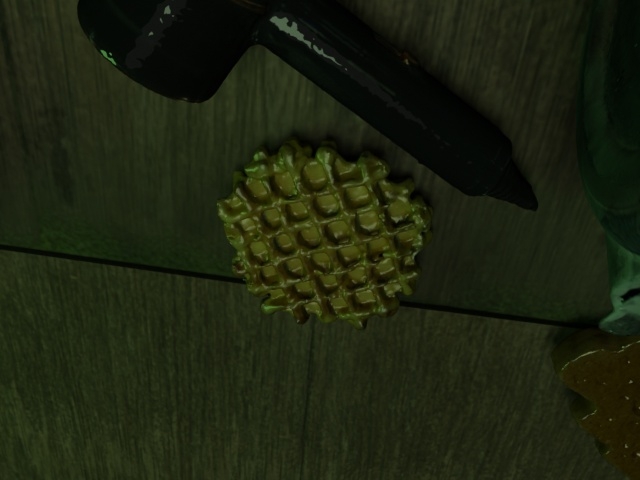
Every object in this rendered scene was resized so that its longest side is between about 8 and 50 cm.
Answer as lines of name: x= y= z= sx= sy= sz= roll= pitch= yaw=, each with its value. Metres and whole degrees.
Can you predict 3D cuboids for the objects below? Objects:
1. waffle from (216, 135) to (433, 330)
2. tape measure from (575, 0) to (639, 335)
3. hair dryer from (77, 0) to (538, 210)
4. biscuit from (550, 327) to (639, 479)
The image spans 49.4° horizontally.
waffle: x=0.005 y=-0.002 z=0.578 sx=0.191 sy=0.038 sz=0.191 roll=4 pitch=125 yaw=6
tape measure: x=0.232 y=-0.100 z=0.349 sx=0.147 sy=0.256 sz=0.275 roll=8 pitch=151 yaw=0
hair dryer: x=0.041 y=-0.127 z=0.465 sx=0.352 sy=0.107 sz=0.189 roll=30 pitch=121 yaw=-22
biscuit: x=0.318 y=0.143 z=0.634 sx=0.212 sy=0.041 sz=0.238 roll=-7 pitch=123 yaw=6
